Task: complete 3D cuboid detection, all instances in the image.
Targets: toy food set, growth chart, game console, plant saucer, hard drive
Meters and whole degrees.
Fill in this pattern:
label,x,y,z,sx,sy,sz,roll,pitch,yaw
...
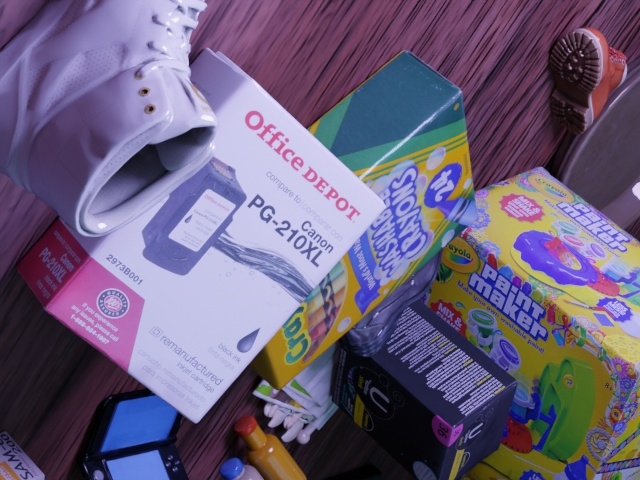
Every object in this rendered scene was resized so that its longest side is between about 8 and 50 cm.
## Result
label,x,y,z,sx,sy,sz,roll,pitch,yaw
toy food set,-0.122,0.291,1.687,0.232,0.111,0.104,-35,118,-4
growth chart,-0.002,0.122,1.726,0.172,0.021,0.237,-44,150,-9
game console,-0.160,0.200,1.557,0.071,0.107,0.122,-34,162,36
plant saucer,0.355,-0.111,1.920,0.278,0.041,0.278,-34,148,-26
hard drive,0.015,0.334,1.990,0.094,0.022,0.135,-10,132,-48

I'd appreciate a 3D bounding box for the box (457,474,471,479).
label,x,y,z,sx,sy,sz,roll,pitch,yaw
box,0.186,0.278,2.149,0.094,0.027,0.137,-56,150,8

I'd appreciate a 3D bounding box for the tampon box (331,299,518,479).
label,x,y,z,sx,sy,sz,roll,pitch,yaw
tampon box,0.106,0.159,1.731,0.101,0.161,0.120,-31,147,-31

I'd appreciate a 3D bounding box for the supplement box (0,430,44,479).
label,x,y,z,sx,sy,sz,roll,pitch,yaw
supplement box,-0.271,0.222,1.438,0.036,0.062,0.098,-26,144,-33

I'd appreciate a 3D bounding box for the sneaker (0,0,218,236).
label,x,y,z,sx,sy,sz,roll,pitch,yaw
sneaker,-0.103,-0.136,1.147,0.292,0.169,0.108,-52,149,1

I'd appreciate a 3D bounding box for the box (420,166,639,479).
label,x,y,z,sx,sy,sz,roll,pitch,yaw
box,0.247,0.126,1.793,0.177,0.290,0.279,-21,139,-39

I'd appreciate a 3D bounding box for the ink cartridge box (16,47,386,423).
label,x,y,z,sx,sy,sz,roll,pitch,yaw
ink cartridge box,-0.093,-0.005,1.315,0.237,0.100,0.172,-49,121,-1

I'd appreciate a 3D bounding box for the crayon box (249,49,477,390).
label,x,y,z,sx,sy,sz,roll,pitch,yaw
crayon box,0.000,0.000,1.527,0.323,0.083,0.203,-40,149,-16

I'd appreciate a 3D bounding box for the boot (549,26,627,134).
label,x,y,z,sx,sy,sz,roll,pitch,yaw
boot,0.285,-0.185,1.730,0.084,0.059,0.158,-44,158,-17

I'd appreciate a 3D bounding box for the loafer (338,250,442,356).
label,x,y,z,sx,sy,sz,roll,pitch,yaw
loafer,0.071,0.037,1.666,0.170,0.062,0.061,-58,148,-28
